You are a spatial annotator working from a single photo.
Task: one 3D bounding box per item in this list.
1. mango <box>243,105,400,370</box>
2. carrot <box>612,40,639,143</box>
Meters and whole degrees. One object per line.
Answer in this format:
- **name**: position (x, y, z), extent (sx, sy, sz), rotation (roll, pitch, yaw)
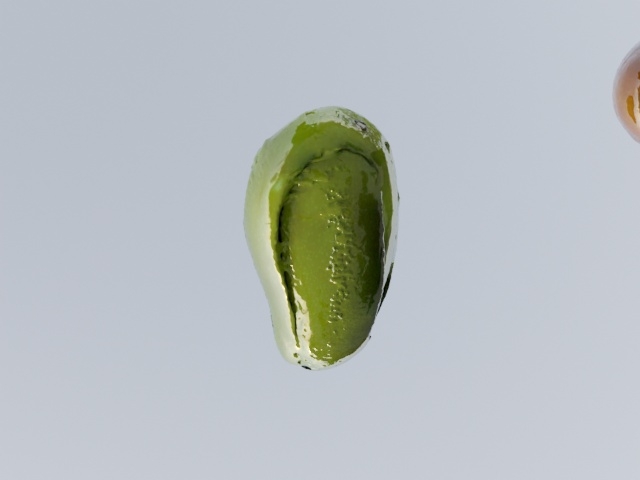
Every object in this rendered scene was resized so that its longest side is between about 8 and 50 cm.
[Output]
- **mango**: position (0.000, 0.000, 0.565), extent (0.091, 0.074, 0.165), rotation (7, -63, 1)
- **carrot**: position (0.213, -0.097, 0.573), extent (0.225, 0.067, 0.067), rotation (-40, -49, -63)
